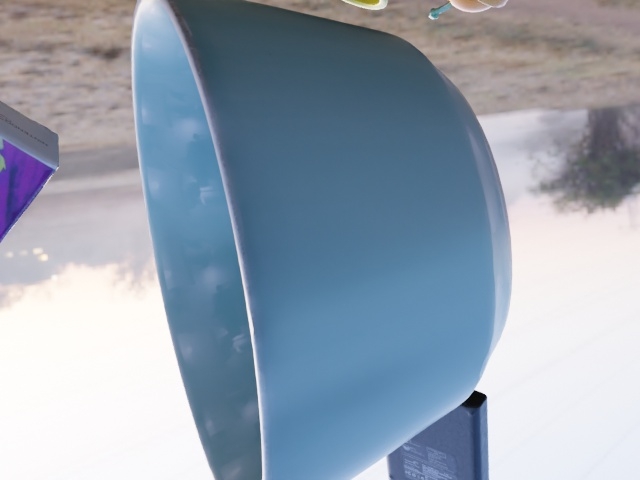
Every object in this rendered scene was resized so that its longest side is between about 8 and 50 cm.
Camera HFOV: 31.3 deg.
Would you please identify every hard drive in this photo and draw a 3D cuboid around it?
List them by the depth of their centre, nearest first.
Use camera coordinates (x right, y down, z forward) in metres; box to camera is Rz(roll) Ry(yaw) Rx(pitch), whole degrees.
[{"bbox_3d":[0.095,0.167,0.956,0.094,0.135,0.022,18,-136,29],"label":"hard drive"}]

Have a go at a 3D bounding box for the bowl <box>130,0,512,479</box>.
[{"bbox_3d":[0.000,0.000,0.664,0.163,0.311,0.311,-11,-177,-16],"label":"bowl"}]

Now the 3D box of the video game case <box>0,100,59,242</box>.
[{"bbox_3d":[-0.262,-0.006,0.477,0.210,0.232,0.042,34,-164,-28],"label":"video game case"}]

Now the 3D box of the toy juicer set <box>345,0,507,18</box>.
[{"bbox_3d":[0.054,-0.247,0.870,0.209,0.089,0.329,20,172,22],"label":"toy juicer set"}]
